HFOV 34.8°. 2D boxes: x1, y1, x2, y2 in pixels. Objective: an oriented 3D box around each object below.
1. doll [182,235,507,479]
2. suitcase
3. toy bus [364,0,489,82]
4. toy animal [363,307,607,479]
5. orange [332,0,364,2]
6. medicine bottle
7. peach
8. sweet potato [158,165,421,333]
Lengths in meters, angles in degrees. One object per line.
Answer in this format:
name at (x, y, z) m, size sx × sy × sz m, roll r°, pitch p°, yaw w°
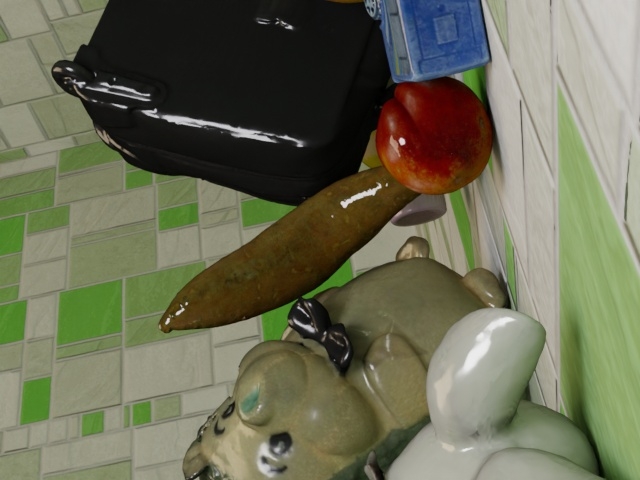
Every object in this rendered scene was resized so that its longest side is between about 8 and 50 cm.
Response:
doll at (0.033, 0.152, 0.995) m, size 0.247 × 0.349 × 0.247 m, roll 44°, pitch 162°, yaw 18°
suitcase at (-0.063, -0.226, 1.086) m, size 0.188 × 0.339 × 0.345 m, roll 72°, pitch -146°, yaw -62°
toy bus at (0.070, -0.238, 0.759) m, size 0.094 × 0.079 × 0.237 m, roll -144°, pitch 39°, yaw -71°
toy animal at (0.120, 0.207, 0.685) m, size 0.325 × 0.154 × 0.208 m, roll 81°, pitch 174°, yaw -50°
orange at (0.021, -0.302, 0.909) m, size 0.177 × 0.155 × 0.178 m, roll -4°, pitch -90°, yaw -86°
medicine bottle at (0.094, -0.127, 1.209) m, size 0.122 × 0.121 × 0.213 m, roll 65°, pitch -167°, yaw -75°
peach at (0.095, -0.085, 0.831) m, size 0.101 × 0.100 × 0.101 m, roll -12°, pitch -90°, yaw -87°
sweet potato at (0.003, -0.002, 0.990) m, size 0.079 × 0.346 × 0.108 m, roll 57°, pitch -179°, yaw -5°
